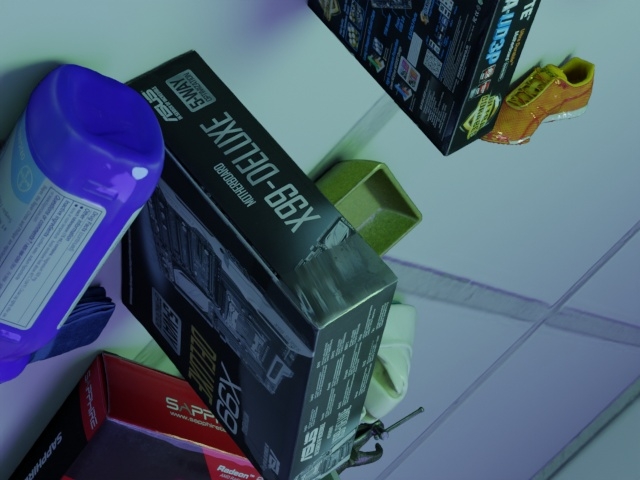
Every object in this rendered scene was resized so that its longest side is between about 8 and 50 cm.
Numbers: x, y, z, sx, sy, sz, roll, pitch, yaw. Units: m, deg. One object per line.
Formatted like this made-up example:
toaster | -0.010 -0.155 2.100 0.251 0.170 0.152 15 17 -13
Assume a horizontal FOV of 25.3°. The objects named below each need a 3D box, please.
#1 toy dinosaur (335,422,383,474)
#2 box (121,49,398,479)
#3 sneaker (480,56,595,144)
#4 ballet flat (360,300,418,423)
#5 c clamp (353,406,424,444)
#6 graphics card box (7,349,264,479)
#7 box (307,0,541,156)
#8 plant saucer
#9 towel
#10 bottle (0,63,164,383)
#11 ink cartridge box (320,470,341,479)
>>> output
toy dinosaur | -0.014 0.282 1.844 0.160 0.121 0.313 -38 174 19
box | -0.061 0.040 1.113 0.076 0.242 0.307 -31 157 -23
sneaker | 0.218 -0.148 1.478 0.175 0.064 0.067 -30 136 -37
ballet flat | 0.018 0.155 1.604 0.139 0.139 0.400 -51 156 23
c clamp | 0.030 0.211 1.715 0.137 0.160 0.022 -30 119 -17
graphics card box | -0.207 0.293 1.418 0.232 0.094 0.371 23 120 -31
box | 0.072 -0.189 0.989 0.051 0.175 0.220 -29 155 -25
plant saucer | 0.000 0.000 1.397 0.188 0.045 0.188 -42 158 1
towel | -0.230 0.077 1.190 0.119 0.029 0.067 -16 148 -46
bottle | -0.212 0.015 0.987 0.092 0.118 0.283 22 121 -28
ink cartridge box | -0.066 0.315 1.686 0.066 0.189 0.232 -1 137 -35
